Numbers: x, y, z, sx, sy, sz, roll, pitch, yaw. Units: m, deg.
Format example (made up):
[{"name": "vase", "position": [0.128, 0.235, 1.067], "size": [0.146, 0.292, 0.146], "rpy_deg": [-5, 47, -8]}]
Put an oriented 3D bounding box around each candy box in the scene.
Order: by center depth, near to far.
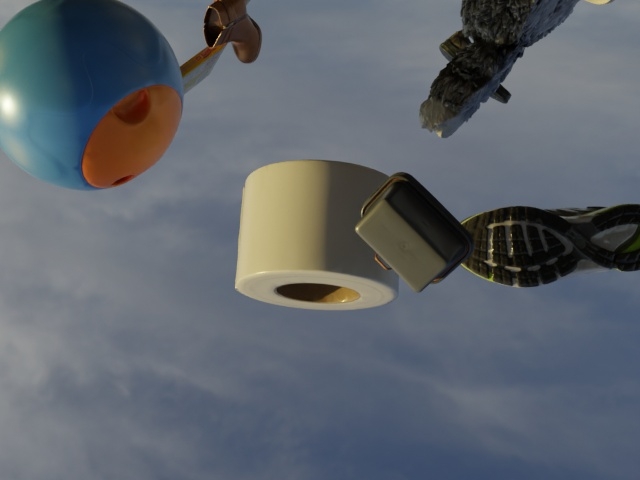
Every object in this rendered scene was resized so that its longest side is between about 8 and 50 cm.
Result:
[{"name": "candy box", "position": [-0.273, -0.342, 1.801], "size": [0.027, 0.105, 0.206], "rpy_deg": [39, -136, 0]}]

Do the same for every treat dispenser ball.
[{"name": "treat dispenser ball", "position": [-0.347, -0.216, 1.278], "size": [0.288, 0.288, 0.288], "rpy_deg": [0, -149, 0]}]

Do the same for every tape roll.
[{"name": "tape roll", "position": [0.000, 0.000, 1.312], "size": [0.246, 0.246, 0.169], "rpy_deg": [2, -107, 3]}]

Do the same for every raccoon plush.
[{"name": "raccoon plush", "position": [0.222, -0.424, 1.346], "size": [0.446, 0.216, 0.299], "rpy_deg": [-46, -108, 2]}]

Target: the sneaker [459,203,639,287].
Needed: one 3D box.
[{"name": "sneaker", "position": [0.310, 0.004, 1.187], "size": [0.300, 0.111, 0.121], "rpy_deg": [0, -179, -16]}]

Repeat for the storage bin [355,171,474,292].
[{"name": "storage bin", "position": [0.099, 0.000, 1.014], "size": [0.135, 0.098, 0.091], "rpy_deg": [46, -156, 3]}]

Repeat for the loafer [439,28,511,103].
[{"name": "loafer", "position": [0.305, -0.331, 1.650], "size": [0.170, 0.061, 0.062], "rpy_deg": [45, -178, 2]}]

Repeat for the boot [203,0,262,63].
[{"name": "boot", "position": [-0.185, -0.422, 1.760], "size": [0.073, 0.197, 0.152], "rpy_deg": [10, -139, 18]}]

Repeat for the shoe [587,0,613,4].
[{"name": "shoe", "position": [0.289, -0.344, 1.080], "size": [0.219, 0.058, 0.077], "rpy_deg": [23, 173, -29]}]
